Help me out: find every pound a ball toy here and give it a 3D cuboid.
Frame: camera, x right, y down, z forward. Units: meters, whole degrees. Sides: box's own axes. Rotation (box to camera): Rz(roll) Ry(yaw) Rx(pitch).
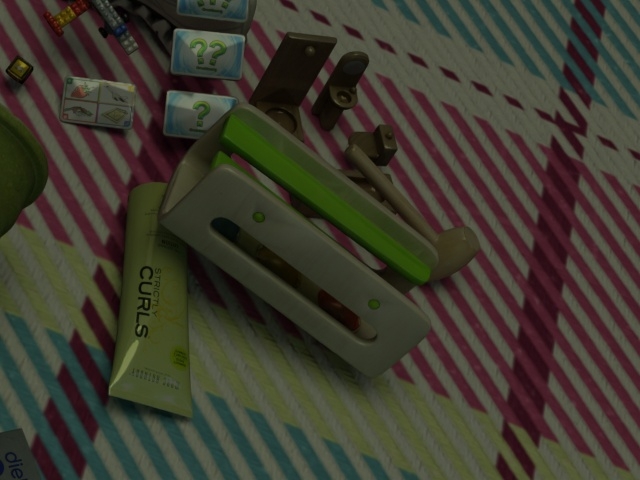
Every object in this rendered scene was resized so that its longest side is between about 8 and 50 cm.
[{"bbox_3d":[0.000,0.000,1.889,0.319,0.136,0.208,37,32,-18],"label":"pound a ball toy"}]

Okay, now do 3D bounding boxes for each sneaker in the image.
[{"bbox_3d":[-0.198,-0.301,2.031,0.292,0.118,0.110,28,51,-2],"label":"sneaker"}]

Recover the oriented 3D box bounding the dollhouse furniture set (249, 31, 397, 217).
[{"bbox_3d":[0.021,-0.119,1.995,0.144,0.123,0.151,4,55,-23],"label":"dollhouse furniture set"}]

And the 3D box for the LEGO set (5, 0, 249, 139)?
[{"bbox_3d":[-0.198,-0.206,1.937,0.244,0.060,0.182,7,85,-6],"label":"LEGO set"}]

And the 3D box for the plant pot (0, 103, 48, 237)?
[{"bbox_3d":[-0.403,0.013,1.633,0.276,0.276,0.254,18,62,-12],"label":"plant pot"}]

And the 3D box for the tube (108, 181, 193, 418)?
[{"bbox_3d":[-0.160,0.057,1.827,0.070,0.062,0.240,-4,57,5],"label":"tube"}]

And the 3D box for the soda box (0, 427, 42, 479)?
[{"bbox_3d":[-0.258,0.307,1.572,0.098,0.091,0.286,-10,61,-30],"label":"soda box"}]
